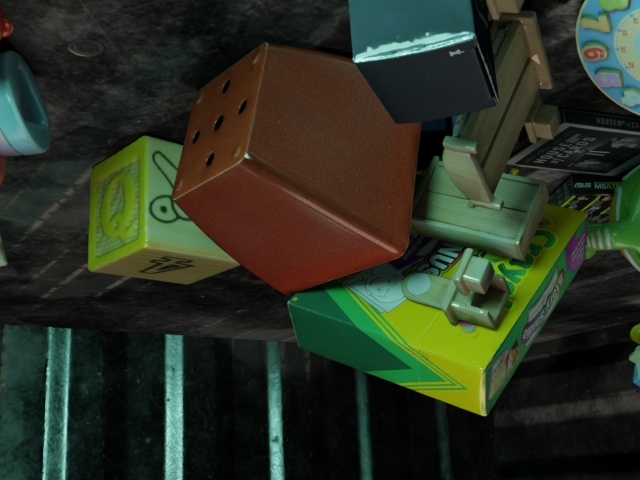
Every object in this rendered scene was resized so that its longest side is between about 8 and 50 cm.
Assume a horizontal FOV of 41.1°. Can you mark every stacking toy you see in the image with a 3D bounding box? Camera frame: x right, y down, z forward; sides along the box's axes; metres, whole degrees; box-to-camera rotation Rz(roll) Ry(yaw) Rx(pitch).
[{"bbox_3d":[-0.379,-0.134,0.971,0.130,0.280,0.309,-14,162,0],"label":"stacking toy"}]

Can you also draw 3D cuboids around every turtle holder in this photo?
[{"bbox_3d":[0.611,-0.024,1.500,0.320,0.243,0.227,-43,-173,-3],"label":"turtle holder"}]

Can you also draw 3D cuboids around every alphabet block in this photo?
[{"bbox_3d":[-0.256,-0.043,1.430,0.197,0.193,0.193,13,156,-40],"label":"alphabet block"}]

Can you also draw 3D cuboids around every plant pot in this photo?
[{"bbox_3d":[-0.044,-0.112,1.156,0.235,0.268,0.267,26,150,-32],"label":"plant pot"}]

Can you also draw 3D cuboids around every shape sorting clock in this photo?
[{"bbox_3d":[0.393,-0.222,0.990,0.206,0.040,0.206,26,145,20],"label":"shape sorting clock"}]

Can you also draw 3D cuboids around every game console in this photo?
[{"bbox_3d":[0.181,-0.161,1.291,0.085,0.124,0.144,-32,162,0],"label":"game console"}]

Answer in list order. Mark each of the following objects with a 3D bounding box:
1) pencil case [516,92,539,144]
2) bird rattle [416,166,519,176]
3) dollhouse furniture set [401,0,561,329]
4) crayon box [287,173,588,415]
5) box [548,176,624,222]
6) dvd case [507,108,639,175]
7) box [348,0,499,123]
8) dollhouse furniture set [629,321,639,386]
[{"bbox_3d":[0.274,-0.184,1.257,0.070,0.065,0.152,5,164,1],"label":"pencil case"},{"bbox_3d":[0.249,-0.085,1.561,0.206,0.143,0.253,21,180,-11],"label":"bird rattle"},{"bbox_3d":[0.152,-0.107,1.056,0.173,0.303,0.355,14,157,31],"label":"dollhouse furniture set"},{"bbox_3d":[0.184,0.058,1.280,0.313,0.363,0.106,15,134,32],"label":"crayon box"},{"bbox_3d":[0.552,-0.079,1.701,0.184,0.045,0.191,1,164,-5],"label":"box"},{"bbox_3d":[0.454,-0.160,1.430,0.238,0.030,0.179,3,162,-20],"label":"dvd case"},{"bbox_3d":[0.093,-0.235,0.795,0.108,0.207,0.153,-8,163,17],"label":"box"},{"bbox_3d":[0.633,0.123,1.178,0.303,0.198,0.286,31,136,-3],"label":"dollhouse furniture set"}]
